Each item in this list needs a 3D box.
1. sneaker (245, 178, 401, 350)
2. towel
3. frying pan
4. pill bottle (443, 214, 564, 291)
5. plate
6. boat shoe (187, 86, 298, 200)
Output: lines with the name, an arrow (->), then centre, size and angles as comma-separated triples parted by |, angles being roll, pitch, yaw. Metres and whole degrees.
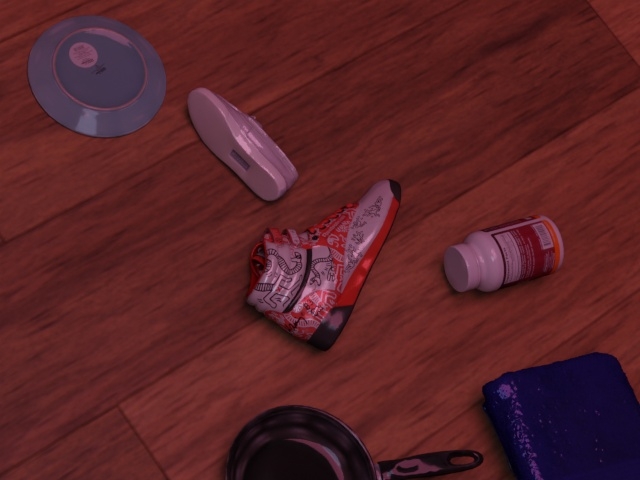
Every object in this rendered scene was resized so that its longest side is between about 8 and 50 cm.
sneaker -> 0.000, 0.000, 2.103 | 0.145, 0.090, 0.270 | 29, 62, -7
towel -> 0.347, 0.307, 2.094 | 0.227, 0.076, 0.308 | -8, 68, -30
frying pan -> 0.025, 0.273, 2.002 | 0.326, 0.053, 0.197 | -27, 76, -30
pill bottle -> 0.247, 0.021, 2.183 | 0.152, 0.086, 0.086 | -14, 71, -25
plate -> -0.295, -0.224, 2.146 | 0.188, 0.024, 0.188 | 8, 64, -16
boat shoe -> -0.101, -0.137, 2.153 | 0.184, 0.066, 0.063 | 44, 45, 7
